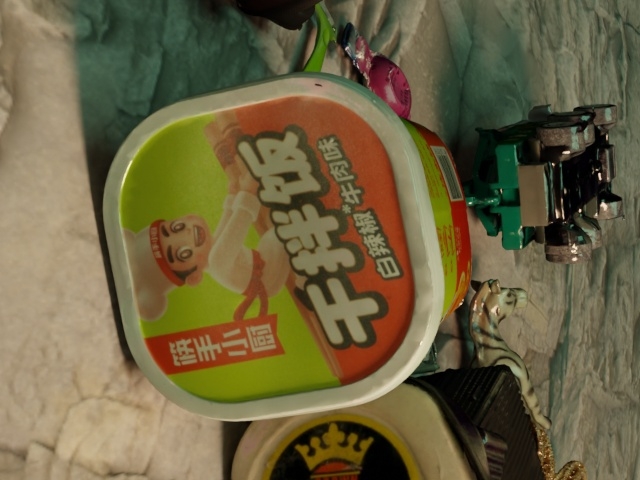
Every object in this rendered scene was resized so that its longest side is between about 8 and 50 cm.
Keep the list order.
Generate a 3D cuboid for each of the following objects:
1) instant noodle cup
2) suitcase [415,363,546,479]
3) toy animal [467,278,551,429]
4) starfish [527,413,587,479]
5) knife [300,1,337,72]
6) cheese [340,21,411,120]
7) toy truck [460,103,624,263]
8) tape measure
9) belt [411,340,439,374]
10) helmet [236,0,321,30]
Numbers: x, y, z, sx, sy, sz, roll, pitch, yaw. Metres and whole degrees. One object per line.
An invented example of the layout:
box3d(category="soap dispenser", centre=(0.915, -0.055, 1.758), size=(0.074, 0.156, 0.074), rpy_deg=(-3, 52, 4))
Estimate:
box3d(category="instant noodle cup", centre=(0.000, 0.000, 1.558), size=(0.308, 0.294, 0.293), rpy_deg=(-9, 89, -73))
box3d(category="suitcase", centre=(0.126, 0.288, 1.820), size=(0.335, 0.152, 0.229), rpy_deg=(-47, 124, -62))
box3d(category="toy animal", centre=(0.216, 0.185, 2.156), size=(0.170, 0.090, 0.255), rpy_deg=(42, 40, -46))
box3d(category="starfish", centre=(0.282, 0.327, 2.275), size=(0.213, 0.057, 0.238), rpy_deg=(-38, 109, -52))
box3d(category="knife", centre=(-0.009, -0.195, 1.886), size=(0.078, 0.023, 0.166), rpy_deg=(55, 32, -34))
box3d(category="cheese", centre=(0.064, -0.178, 2.020), size=(0.145, 0.038, 0.095), rpy_deg=(54, 32, -34))
box3d(category="toy truck", centre=(0.268, -0.080, 2.258), size=(0.363, 0.178, 0.176), rpy_deg=(-26, 113, -66))
box3d(category="tape measure", centre=(0.067, 0.221, 1.568), size=(0.133, 0.271, 0.231), rpy_deg=(27, 57, -61))
box3d(category="belt", centre=(0.065, 0.049, 1.874), size=(0.147, 0.082, 0.163), rpy_deg=(46, 36, -68))
box3d(category="helmet", centre=(-0.008, -0.295, 1.721), size=(0.193, 0.189, 0.216), rpy_deg=(56, 36, -25))
